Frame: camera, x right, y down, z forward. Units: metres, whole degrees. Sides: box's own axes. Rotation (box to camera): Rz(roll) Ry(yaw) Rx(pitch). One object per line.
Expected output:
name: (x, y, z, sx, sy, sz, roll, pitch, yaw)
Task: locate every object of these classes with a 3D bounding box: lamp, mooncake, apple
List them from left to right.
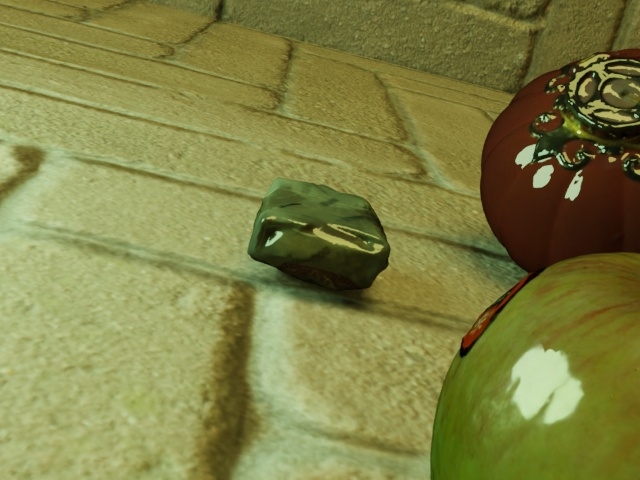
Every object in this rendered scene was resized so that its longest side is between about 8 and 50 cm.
mooncake: (0.000, 0.000, 0.798, 0.130, 0.073, 0.125, 13, 22, -1)
lamp: (0.331, -0.075, 0.961, 0.303, 0.257, 0.303, -7, 50, 9)
apple: (0.171, 0.117, 0.406, 0.261, 0.194, 0.261, 15, 18, -5)
